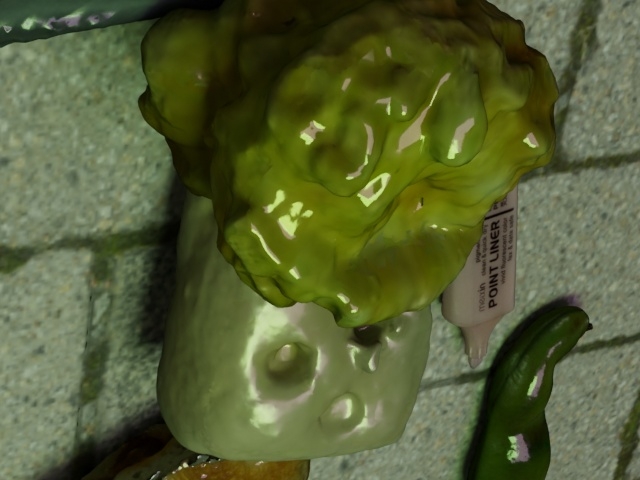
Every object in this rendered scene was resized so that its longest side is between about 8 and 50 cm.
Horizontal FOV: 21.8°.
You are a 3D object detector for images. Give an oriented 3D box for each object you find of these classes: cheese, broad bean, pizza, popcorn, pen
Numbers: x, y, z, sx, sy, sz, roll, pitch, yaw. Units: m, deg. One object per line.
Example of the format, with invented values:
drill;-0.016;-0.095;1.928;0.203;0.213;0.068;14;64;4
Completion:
cheese;0.001;0.000;0.947;0.159;0.093;0.263;0;107;-30
broad bean;0.143;0.143;1.217;0.070;0.048;0.214;2;116;-36
pizza;-0.100;0.164;1.045;0.194;0.069;0.154;-9;126;-23
popcorn;0.016;-0.054;0.794;0.197;0.155;0.197;-22;144;-17
pen;0.106;0.007;1.102;0.053;0.032;0.197;-20;130;-24

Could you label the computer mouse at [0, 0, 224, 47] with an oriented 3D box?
computer mouse;-0.073;-0.195;0.754;0.371;0.122;0.188;-17;140;-26
